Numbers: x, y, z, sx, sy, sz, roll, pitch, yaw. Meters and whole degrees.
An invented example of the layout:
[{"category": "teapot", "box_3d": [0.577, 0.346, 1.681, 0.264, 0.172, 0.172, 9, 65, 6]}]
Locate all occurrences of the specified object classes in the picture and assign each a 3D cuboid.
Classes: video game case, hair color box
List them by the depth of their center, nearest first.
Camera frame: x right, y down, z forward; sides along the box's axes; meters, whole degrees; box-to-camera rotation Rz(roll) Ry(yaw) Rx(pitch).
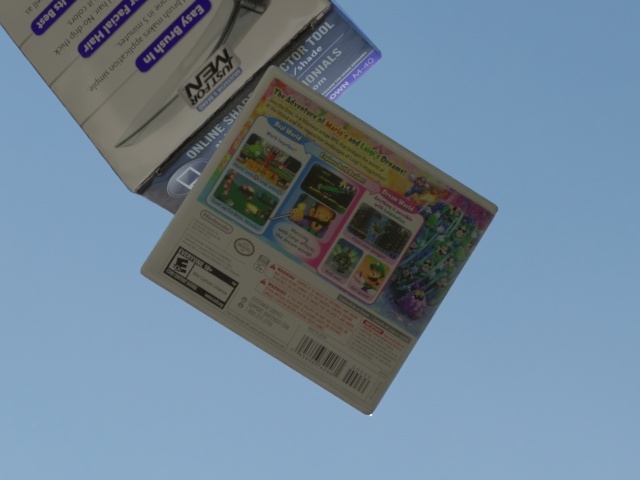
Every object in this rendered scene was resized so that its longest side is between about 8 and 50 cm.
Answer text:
[{"category": "video game case", "box_3d": [0.000, 0.000, 1.108, 0.157, 0.143, 0.019, 32, -5, -1]}, {"category": "hair color box", "box_3d": [-0.134, -0.194, 1.374, 0.185, 0.110, 0.339, -43, -118, 7]}]
